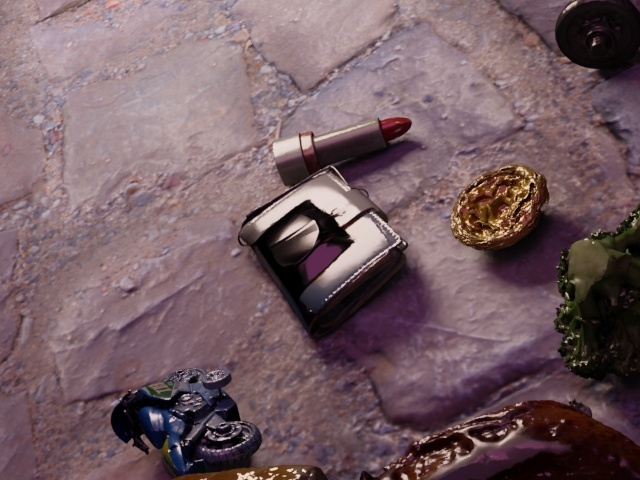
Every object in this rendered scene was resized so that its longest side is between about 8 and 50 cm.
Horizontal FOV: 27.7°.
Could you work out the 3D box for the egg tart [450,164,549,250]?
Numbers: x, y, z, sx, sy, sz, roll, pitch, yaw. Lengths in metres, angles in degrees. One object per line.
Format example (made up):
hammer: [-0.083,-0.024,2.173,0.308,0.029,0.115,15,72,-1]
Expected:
egg tart: [0.215,-0.033,1.540,0.128,0.049,0.129,-20,44,20]

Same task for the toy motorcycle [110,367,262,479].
toy motorcycle: [-0.158,0.207,1.470,0.135,0.092,0.254,-20,21,-18]

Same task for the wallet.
wallet: [0.000,0.000,1.613,0.170,0.069,0.231,-38,43,-1]

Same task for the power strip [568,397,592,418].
power strip: [0.253,0.199,1.319,0.055,0.035,0.083,3,55,30]

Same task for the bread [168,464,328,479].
bread: [-0.071,0.336,1.267,0.246,0.176,0.196,-13,36,31]

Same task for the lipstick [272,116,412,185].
lipstick: [0.033,-0.127,1.721,0.186,0.057,0.063,-16,45,8]

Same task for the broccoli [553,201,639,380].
broccoli: [0.315,0.053,1.340,0.195,0.156,0.195,-25,57,46]

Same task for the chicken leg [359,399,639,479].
chicken leg: [0.221,0.232,1.252,0.406,0.096,0.158,-5,70,18]

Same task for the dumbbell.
dumbbell: [0.362,-0.323,1.688,0.110,0.110,0.255,-10,42,21]
